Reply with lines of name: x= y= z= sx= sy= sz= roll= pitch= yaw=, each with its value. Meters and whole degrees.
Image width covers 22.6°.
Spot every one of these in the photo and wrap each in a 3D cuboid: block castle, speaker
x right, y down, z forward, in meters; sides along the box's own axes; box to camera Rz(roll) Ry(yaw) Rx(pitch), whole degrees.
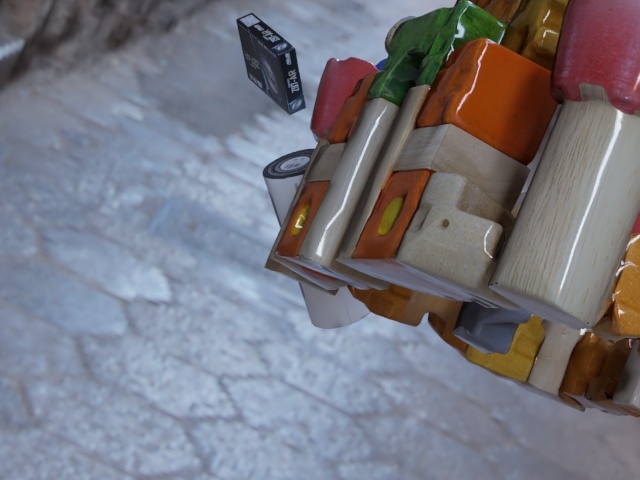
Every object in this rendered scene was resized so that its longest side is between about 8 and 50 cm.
block castle: x=0.170 y=-0.024 z=0.965 sx=0.303 sy=0.213 sz=0.453 roll=25 pitch=-7 yaw=-17
speaker: x=0.000 y=0.000 z=1.258 sx=0.055 sy=0.136 sz=0.055 roll=-15 pitch=23 yaw=7

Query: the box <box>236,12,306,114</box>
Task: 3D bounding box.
box: x=-0.045 y=-0.162 z=1.467 sx=0.018 sy=0.067 sz=0.083 roll=-26 pitch=41 yaw=-18
